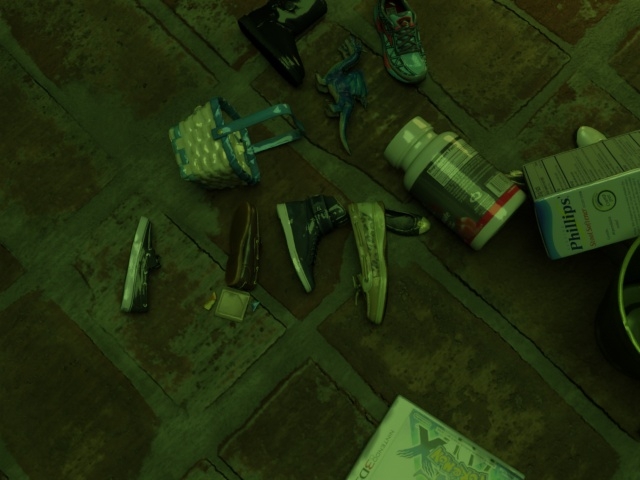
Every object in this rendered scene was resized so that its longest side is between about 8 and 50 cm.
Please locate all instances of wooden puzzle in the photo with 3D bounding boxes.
[{"bbox_3d":[-0.205,0.148,1.930,0.116,0.014,0.078,22,80,6],"label":"wooden puzzle"}]

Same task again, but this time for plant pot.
[{"bbox_3d":[0.750,0.162,1.758,0.367,0.353,0.366,0,75,-1],"label":"plant pot"}]

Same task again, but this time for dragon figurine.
[{"bbox_3d":[0.074,-0.366,2.040,0.144,0.085,0.289,-18,74,-5],"label":"dragon figurine"}]

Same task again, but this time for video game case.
[{"bbox_3d":[0.230,0.550,1.807,0.329,0.036,0.300,32,77,8],"label":"video game case"}]

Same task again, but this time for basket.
[{"bbox_3d":[-0.186,-0.232,1.915,0.289,0.255,0.201,-15,82,5],"label":"basket"}]

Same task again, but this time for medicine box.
[{"bbox_3d":[0.611,-0.106,1.829,0.289,0.263,0.149,-17,108,14],"label":"medicine box"}]

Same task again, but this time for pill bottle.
[{"bbox_3d":[0.305,-0.140,1.931,0.318,0.176,0.176,43,78,11],"label":"pill bottle"}]

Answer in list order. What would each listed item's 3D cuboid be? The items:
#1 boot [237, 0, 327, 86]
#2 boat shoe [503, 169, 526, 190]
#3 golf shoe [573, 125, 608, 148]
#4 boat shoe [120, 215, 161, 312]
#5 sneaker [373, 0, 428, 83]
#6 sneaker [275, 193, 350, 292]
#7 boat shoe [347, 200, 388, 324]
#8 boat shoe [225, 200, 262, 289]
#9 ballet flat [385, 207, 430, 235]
[{"bbox_3d":[-0.060,-0.530,2.080,0.207,0.094,0.246,-38,72,-6],"label":"boot"},{"bbox_3d":[0.476,-0.148,2.001,0.137,0.049,0.043,4,71,-2],"label":"boat shoe"},{"bbox_3d":[0.694,-0.210,1.998,0.077,0.094,0.198,-36,76,-9],"label":"golf shoe"},{"bbox_3d":[-0.408,0.059,1.924,0.076,0.080,0.228,12,71,-15],"label":"boat shoe"},{"bbox_3d":[0.195,-0.513,2.062,0.104,0.125,0.261,-19,75,-5],"label":"sneaker"},{"bbox_3d":[0.000,-0.001,1.936,0.163,0.086,0.226,-14,74,-2],"label":"sneaker"},{"bbox_3d":[0.111,0.052,1.909,0.089,0.104,0.285,-2,80,4],"label":"boat shoe"},{"bbox_3d":[-0.173,0.014,1.945,0.073,0.073,0.207,17,75,-35],"label":"boat shoe"},{"bbox_3d":[0.176,-0.048,1.969,0.173,0.049,0.057,12,75,3],"label":"ballet flat"}]
